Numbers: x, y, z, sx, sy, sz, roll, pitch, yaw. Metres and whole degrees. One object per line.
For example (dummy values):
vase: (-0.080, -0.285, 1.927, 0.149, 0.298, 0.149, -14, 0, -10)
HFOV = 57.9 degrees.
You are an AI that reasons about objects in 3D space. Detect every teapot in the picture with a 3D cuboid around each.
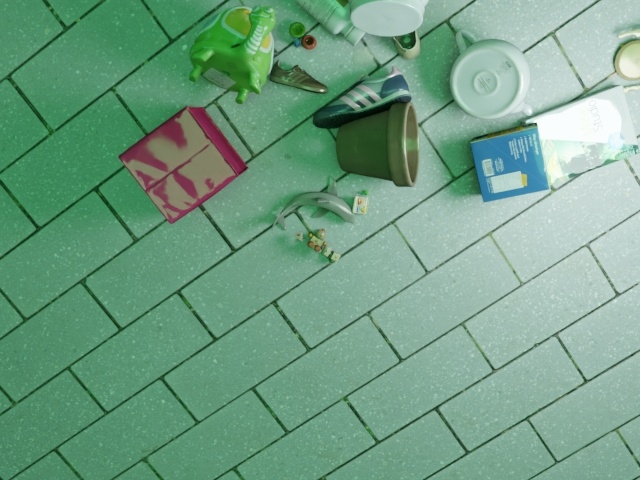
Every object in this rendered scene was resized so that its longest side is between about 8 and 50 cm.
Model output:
teapot: (0.526, -0.506, 1.777, 0.253, 0.187, 0.255, 13, 122, 25)

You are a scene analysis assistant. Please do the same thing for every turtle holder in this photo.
turtle holder: (-0.253, -0.577, 1.702, 0.244, 0.320, 0.227, 19, 76, 2)

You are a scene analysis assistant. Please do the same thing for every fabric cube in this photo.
fabric cube: (-0.414, -0.242, 1.799, 0.258, 0.254, 0.259, -35, 99, 8)

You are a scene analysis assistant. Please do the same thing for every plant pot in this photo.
plant pot: (0.178, -0.295, 1.809, 0.230, 0.263, 0.262, 0, 103, 20)

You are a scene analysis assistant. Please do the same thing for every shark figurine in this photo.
shark figurine: (-0.029, -0.117, 1.897, 0.279, 0.116, 0.166, -7, 101, 0)

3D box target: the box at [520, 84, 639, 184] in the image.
box: (0.837, -0.335, 1.869, 0.322, 0.058, 0.232, -20, 101, 6)

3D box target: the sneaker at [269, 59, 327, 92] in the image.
sneaker: (-0.064, -0.517, 1.832, 0.189, 0.066, 0.071, 14, 101, -3)

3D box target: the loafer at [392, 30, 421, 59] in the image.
loafer: (0.239, -0.690, 1.779, 0.102, 0.092, 0.268, -30, 100, 6)

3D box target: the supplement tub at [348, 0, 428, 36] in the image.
supplement tub: (0.196, -0.777, 1.626, 0.241, 0.241, 0.330, 5, 84, -1)

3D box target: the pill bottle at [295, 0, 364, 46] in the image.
pill bottle: (0.048, -0.706, 1.758, 0.229, 0.131, 0.131, 39, 100, -8)

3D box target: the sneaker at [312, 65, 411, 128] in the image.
sneaker: (0.120, -0.452, 1.842, 0.319, 0.112, 0.130, -15, 77, 6)

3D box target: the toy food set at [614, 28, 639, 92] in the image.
toy food set: (0.999, -0.570, 1.833, 0.133, 0.038, 0.191, -8, 107, 9)

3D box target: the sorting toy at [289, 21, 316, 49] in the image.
sorting toy: (-0.059, -0.635, 1.825, 0.061, 0.042, 0.102, -43, 87, -7)

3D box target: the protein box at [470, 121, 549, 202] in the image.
protein box: (0.598, -0.246, 1.822, 0.201, 0.136, 0.199, -11, 103, 22)

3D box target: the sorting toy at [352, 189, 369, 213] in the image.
sorting toy: (0.138, -0.130, 1.926, 0.062, 0.012, 0.083, 5, 97, -37)

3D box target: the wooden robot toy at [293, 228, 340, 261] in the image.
wooden robot toy: (0.000, 0.000, 1.945, 0.173, 0.076, 0.079, 30, 90, -6)
